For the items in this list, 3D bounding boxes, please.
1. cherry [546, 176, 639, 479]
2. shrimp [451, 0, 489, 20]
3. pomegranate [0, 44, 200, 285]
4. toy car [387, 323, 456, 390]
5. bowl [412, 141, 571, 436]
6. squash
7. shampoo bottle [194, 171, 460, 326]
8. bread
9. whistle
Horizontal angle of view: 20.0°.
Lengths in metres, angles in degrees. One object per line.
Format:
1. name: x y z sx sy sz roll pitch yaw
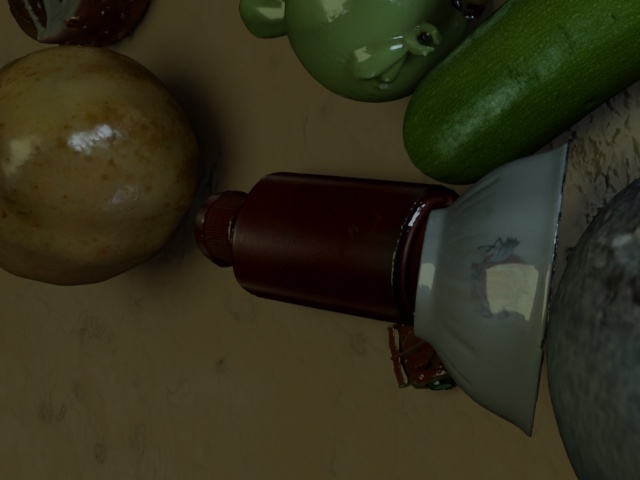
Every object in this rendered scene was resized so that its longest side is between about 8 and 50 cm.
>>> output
1. cherry: 0.245 0.072 0.980 0.296 0.218 0.255 31 115 59
2. shrimp: 0.142 -0.200 1.155 0.148 0.035 0.195 -46 10 -9
3. pomegranate: -0.203 -0.060 1.506 0.207 0.207 0.207 -3 86 48
4. toy car: 0.100 0.066 1.274 0.122 0.035 0.059 -30 63 46
5. bowl: 0.105 0.026 1.148 0.086 0.189 0.189 7 95 6
6. squash: 0.180 -0.143 1.148 0.379 0.101 0.101 -37 61 45
7. shampoo bottle: 0.000 0.000 1.356 0.260 0.064 0.102 9 83 53
8. bread: -0.216 -0.248 1.616 0.160 0.073 0.160 -4 85 48
9. whistle: 0.016 -0.181 1.339 0.294 0.141 0.141 -140 61 -63
